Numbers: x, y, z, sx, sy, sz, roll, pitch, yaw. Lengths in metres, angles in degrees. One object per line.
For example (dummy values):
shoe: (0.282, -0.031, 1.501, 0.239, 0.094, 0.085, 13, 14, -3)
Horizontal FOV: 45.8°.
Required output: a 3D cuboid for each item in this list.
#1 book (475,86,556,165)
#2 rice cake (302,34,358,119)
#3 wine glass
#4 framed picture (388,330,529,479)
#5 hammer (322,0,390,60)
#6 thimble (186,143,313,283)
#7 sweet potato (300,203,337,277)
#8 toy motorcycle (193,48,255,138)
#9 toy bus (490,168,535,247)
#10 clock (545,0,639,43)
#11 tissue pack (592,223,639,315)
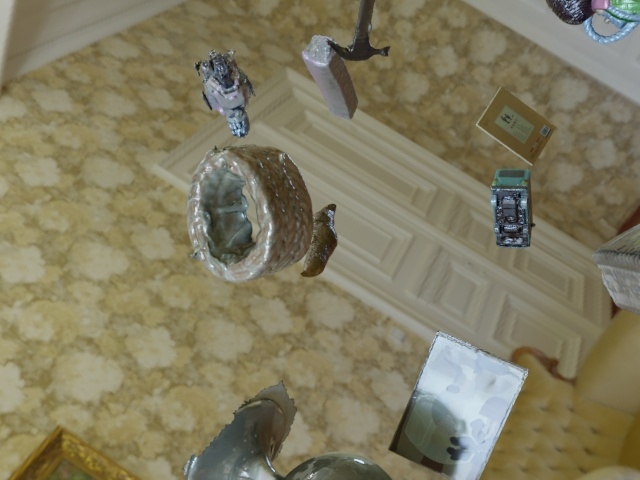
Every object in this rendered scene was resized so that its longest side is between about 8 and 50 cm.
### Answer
book: (0.474, -0.276, 1.829, 0.118, 0.172, 0.012, -56, 6, -9)
rice cake: (0.028, -0.367, 1.753, 0.064, 0.070, 0.399, -66, -14, -5)
wine glass: (-0.012, 0.373, 1.029, 0.238, 0.323, 0.238, -31, -42, -34)
framed picture: (0.193, 0.244, 1.080, 0.010, 0.136, 0.201, -32, -36, -71)
hammer: (0.079, -0.414, 1.204, 0.297, 0.125, 0.027, 101, 157, -47)
thimble: (-0.123, -0.047, 1.308, 0.148, 0.196, 0.229, -19, -63, -58)
sweet potato: (0.000, 0.000, 1.477, 0.067, 0.067, 0.274, -61, 7, 31)
toy motorcycle: (-0.193, -0.316, 1.651, 0.108, 0.204, 0.239, -16, 19, 10)
toy bus: (0.407, -0.067, 1.598, 0.092, 0.079, 0.160, -64, -32, -43)
clock: (0.549, -0.486, 1.457, 0.195, 0.194, 0.100, -45, -13, 33)
tissue pack: (0.553, 0.009, 1.020, 0.288, 0.124, 0.394, -22, -2, 8)
